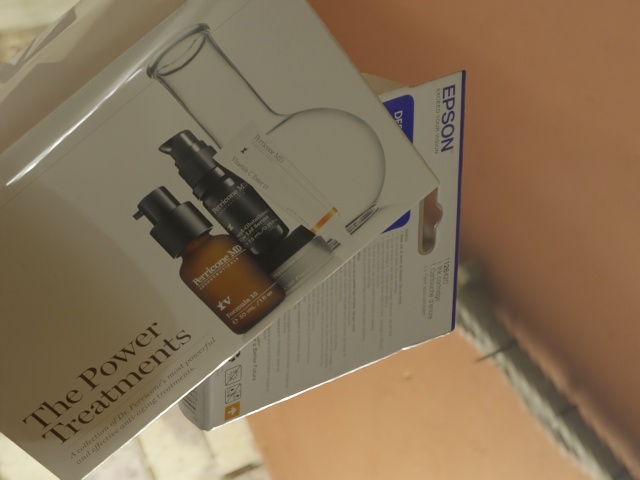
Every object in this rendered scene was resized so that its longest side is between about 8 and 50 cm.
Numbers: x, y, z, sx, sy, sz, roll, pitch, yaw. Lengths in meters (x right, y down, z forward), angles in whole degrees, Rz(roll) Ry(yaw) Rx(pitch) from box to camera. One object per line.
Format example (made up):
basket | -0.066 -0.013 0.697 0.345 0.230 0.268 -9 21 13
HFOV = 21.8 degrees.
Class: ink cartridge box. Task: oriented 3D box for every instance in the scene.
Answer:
ink cartridge box | 0.000 0.000 1.597 0.072 0.307 0.303 32 -48 43

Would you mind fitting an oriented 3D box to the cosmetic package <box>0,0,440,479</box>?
cosmetic package | -0.134 -0.025 1.217 0.284 0.377 0.097 49 1 -41
